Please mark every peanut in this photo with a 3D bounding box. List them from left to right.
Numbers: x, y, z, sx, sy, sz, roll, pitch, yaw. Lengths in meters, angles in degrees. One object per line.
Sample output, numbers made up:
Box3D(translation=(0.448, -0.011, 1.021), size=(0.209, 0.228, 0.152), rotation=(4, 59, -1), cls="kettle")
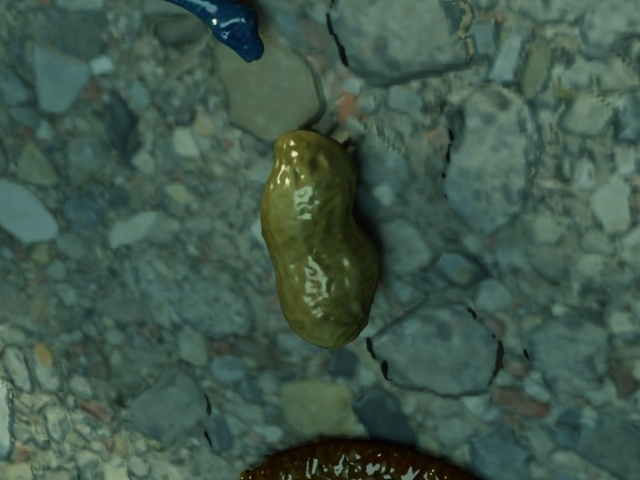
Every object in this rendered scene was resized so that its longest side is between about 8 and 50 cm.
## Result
Box3D(translation=(0.000, 0.000, 0.730), size=(0.054, 0.054, 0.113), rotation=(1, 118, 23), cls="peanut")

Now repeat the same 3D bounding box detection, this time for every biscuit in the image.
Box3D(translation=(0.033, 0.162, 0.820), size=(0.206, 0.025, 0.126), rotation=(9, 121, 18), cls="biscuit")

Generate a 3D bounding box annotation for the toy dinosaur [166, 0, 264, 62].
Box3D(translation=(-0.168, -0.186, 0.684), size=(0.144, 0.076, 0.329), rotation=(-27, 107, 26), cls="toy dinosaur")
